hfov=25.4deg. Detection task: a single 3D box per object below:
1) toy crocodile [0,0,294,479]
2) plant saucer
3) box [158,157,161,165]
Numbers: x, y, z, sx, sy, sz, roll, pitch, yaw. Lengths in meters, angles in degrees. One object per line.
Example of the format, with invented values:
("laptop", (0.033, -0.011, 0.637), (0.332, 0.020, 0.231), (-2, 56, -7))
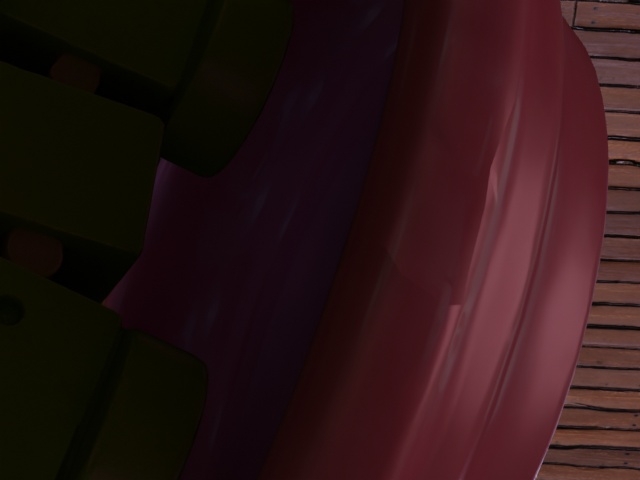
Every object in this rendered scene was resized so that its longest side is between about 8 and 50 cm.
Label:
("toy crocodile", (-0.090, -0.004, 0.427), (0.105, 0.115, 0.340), (-47, -155, 52))
("plant saucer", (-0.007, 0.028, 0.476), (0.332, 0.084, 0.332), (-57, -161, 33))
("box", (-0.134, -0.090, 0.991), (0.114, 0.036, 0.207), (-87, 180, -54))
